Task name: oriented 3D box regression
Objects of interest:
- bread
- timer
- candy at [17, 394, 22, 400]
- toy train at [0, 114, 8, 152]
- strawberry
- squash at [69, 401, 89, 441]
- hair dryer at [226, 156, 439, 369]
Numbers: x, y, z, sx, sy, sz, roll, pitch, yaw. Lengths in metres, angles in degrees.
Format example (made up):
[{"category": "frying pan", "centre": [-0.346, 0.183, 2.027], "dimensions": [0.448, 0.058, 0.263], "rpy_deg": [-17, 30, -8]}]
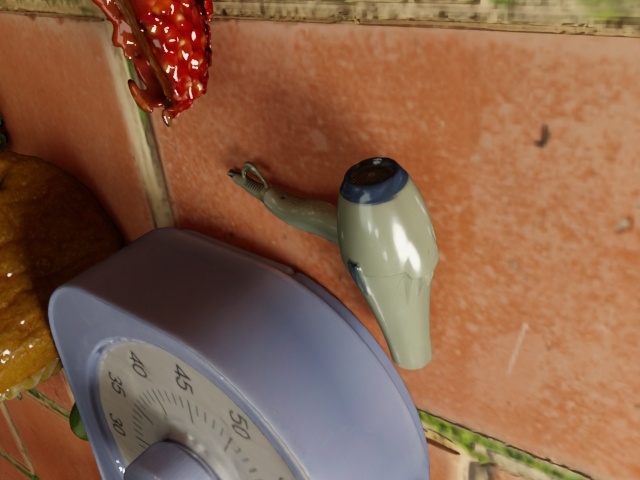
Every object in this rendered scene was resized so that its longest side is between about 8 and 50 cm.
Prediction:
[{"category": "bread", "centre": [-0.328, 0.041, 0.652], "dimensions": [0.142, 0.253, 0.227], "rpy_deg": [-24, 96, 50]}, {"category": "timer", "centre": [-0.071, 0.198, 0.588], "dimensions": [0.395, 0.173, 0.395], "rpy_deg": [22, 128, 30]}, {"category": "candy", "centre": [-0.559, 0.210, 1.129], "dimensions": [0.061, 0.061, 0.202], "rpy_deg": [18, 135, 33]}, {"category": "toy train", "centre": [-0.392, -0.145, 0.717], "dimensions": [0.038, 0.071, 0.148], "rpy_deg": [19, 128, 31]}, {"category": "strawberry", "centre": [-0.119, -0.182, 0.456], "dimensions": [0.121, 0.082, 0.188], "rpy_deg": [31, 147, 50]}, {"category": "squash", "centre": [-0.285, 0.207, 0.858], "dimensions": [0.077, 0.068, 0.219], "rpy_deg": [46, 137, 15]}, {"category": "hair dryer", "centre": [0.012, 0.017, 0.490], "dimensions": [0.199, 0.067, 0.167], "rpy_deg": [8, 128, 51]}]
